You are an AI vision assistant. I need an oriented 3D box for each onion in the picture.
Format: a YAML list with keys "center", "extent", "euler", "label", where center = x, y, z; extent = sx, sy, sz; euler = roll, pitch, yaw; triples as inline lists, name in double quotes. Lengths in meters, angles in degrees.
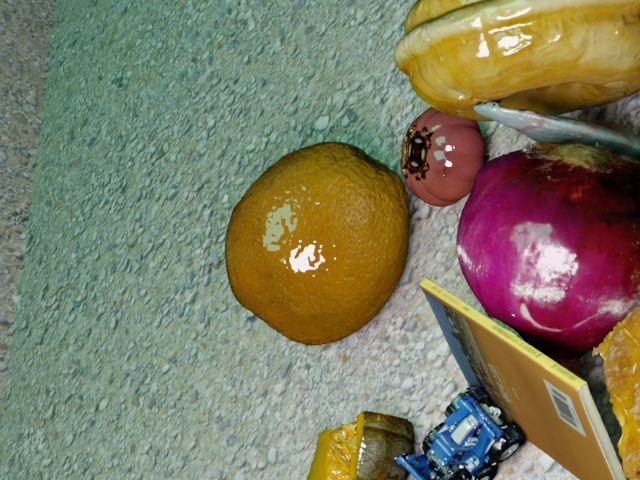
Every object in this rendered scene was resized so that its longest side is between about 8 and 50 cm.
- center: [0.355, 0.057, 1.770]
  extent: [0.348, 0.348, 0.385]
  euler: [33, 126, 55]
  label: "onion"

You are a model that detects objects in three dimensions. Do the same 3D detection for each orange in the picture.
- center: [0.000, 0.000, 2.225]
  extent: [0.357, 0.322, 0.322]
  euler: [-56, 36, 2]
  label: "orange"

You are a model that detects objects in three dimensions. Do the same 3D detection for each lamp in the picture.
- center: [0.221, -0.148, 2.192]
  extent: [0.182, 0.140, 0.182]
  euler: [-22, 65, 59]
  label: "lamp"

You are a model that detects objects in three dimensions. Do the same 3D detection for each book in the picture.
- center: [0.291, 0.217, 1.775]
  extent: [0.028, 0.262, 0.374]
  euler: [-37, 34, -12]
  label: "book"

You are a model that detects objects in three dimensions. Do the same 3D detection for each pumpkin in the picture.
- center: [0.073, 0.369, 2.073]
  extent: [0.248, 0.126, 0.130]
  euler: [146, 130, -62]
  label: "pumpkin"

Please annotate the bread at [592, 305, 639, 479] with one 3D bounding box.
- center: [0.515, 0.178, 1.508]
  extent: [0.279, 0.207, 0.279]
  euler: [-42, 23, 26]
  label: "bread"

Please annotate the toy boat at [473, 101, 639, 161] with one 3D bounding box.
- center: [0.365, -0.163, 1.883]
  extent: [0.206, 0.282, 0.096]
  euler: [12, 84, 56]
  label: "toy boat"

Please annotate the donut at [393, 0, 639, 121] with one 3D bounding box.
- center: [0.332, -0.304, 1.905]
  extent: [0.449, 0.449, 0.198]
  euler: [-15, 81, 47]
  label: "donut"

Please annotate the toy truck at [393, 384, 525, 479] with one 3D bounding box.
- center: [0.201, 0.330, 1.888]
  extent: [0.113, 0.126, 0.208]
  euler: [47, 124, 28]
  label: "toy truck"
